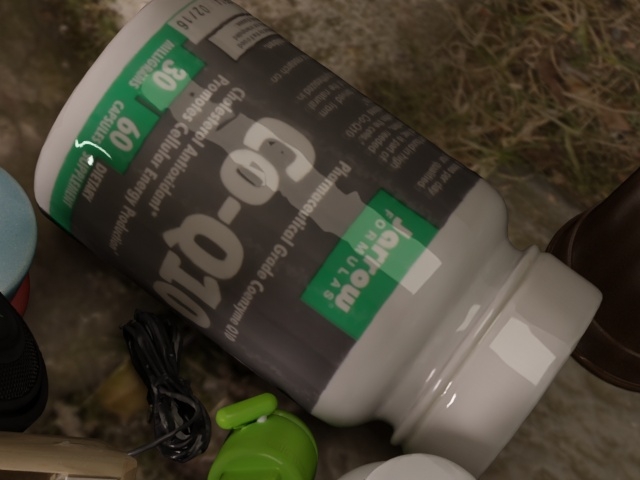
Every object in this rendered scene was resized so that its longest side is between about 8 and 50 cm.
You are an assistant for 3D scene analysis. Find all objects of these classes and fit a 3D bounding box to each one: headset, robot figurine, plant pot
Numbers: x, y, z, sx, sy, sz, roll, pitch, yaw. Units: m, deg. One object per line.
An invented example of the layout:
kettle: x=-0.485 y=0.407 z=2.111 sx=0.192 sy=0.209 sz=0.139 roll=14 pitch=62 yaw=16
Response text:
headset: x=-0.255 y=0.097 z=0.932 sx=0.394 sy=0.243 sz=0.185 roll=7 pitch=42 yaw=-28
robot figurine: x=-0.038 y=0.155 z=1.012 sx=0.067 sy=0.115 sz=0.101 roll=-6 pitch=106 yaw=11
plant pot: x=0.271 y=0.008 z=1.131 sx=0.167 sy=0.165 sz=0.167 roll=6 pitch=61 yaw=-10

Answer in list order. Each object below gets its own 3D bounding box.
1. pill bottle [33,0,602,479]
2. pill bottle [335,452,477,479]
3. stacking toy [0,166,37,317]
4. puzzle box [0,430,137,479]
pill bottle: x=0.000 y=0.000 z=1.044 sx=0.361 sy=0.204 sz=0.204 roll=35 pitch=60 yaw=6
pill bottle: x=0.038 y=0.207 z=0.943 sx=0.117 sy=0.208 sz=0.118 roll=6 pitch=62 yaw=-11
stacking toy: x=-0.354 y=-0.040 z=1.019 sx=0.279 sy=0.130 sz=0.309 roll=-24 pitch=71 yaw=-24
puzzle box: x=-0.255 y=0.291 z=0.748 sx=0.272 sy=0.052 sz=0.409 roll=9 pitch=92 yaw=-34
